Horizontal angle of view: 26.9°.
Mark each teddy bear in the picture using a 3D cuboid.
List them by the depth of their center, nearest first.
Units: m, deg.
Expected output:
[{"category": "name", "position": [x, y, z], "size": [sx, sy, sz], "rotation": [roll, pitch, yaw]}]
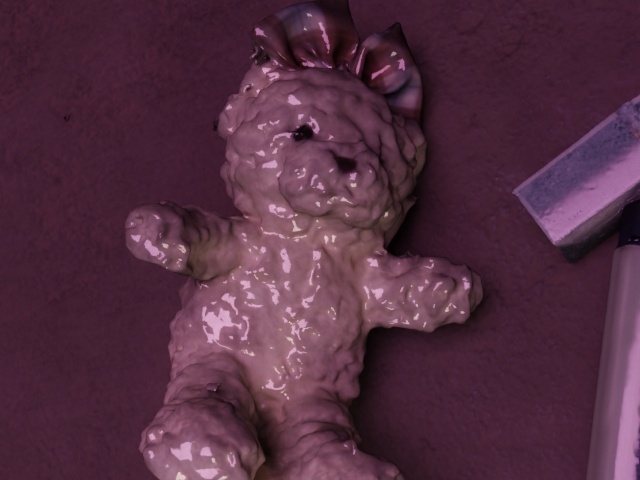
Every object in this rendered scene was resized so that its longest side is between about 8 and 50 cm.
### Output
[{"category": "teddy bear", "position": [0.000, 0.000, 1.156], "size": [0.327, 0.375, 0.362], "rotation": [20, 107, -14]}]

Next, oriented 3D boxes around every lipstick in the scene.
[{"category": "lipstick", "position": [0.309, -0.097, 1.169], "size": [0.289, 0.076, 0.077], "rotation": [-38, 62, 11]}]

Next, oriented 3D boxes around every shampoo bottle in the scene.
[{"category": "shampoo bottle", "position": [0.292, 0.149, 1.102], "size": [0.134, 0.078, 0.359], "rotation": [12, 76, -10]}]
